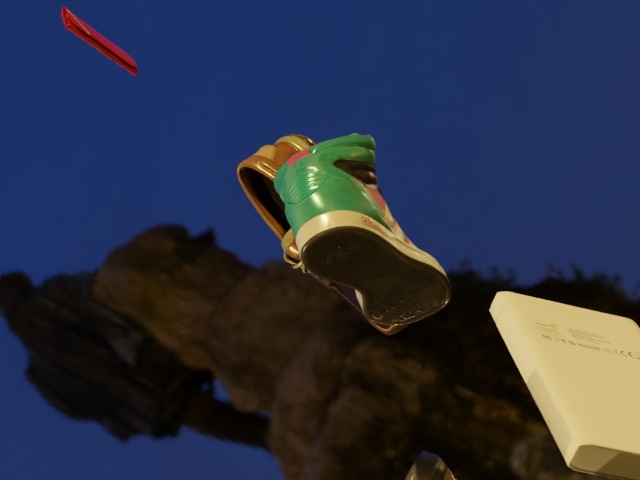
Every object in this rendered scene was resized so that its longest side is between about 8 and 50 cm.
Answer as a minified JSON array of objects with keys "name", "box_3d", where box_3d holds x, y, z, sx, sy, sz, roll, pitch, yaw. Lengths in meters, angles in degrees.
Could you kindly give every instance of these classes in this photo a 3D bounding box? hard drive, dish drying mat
[{"name":"hard drive","box_3d":[0.383,0.199,1.901,0.353,0.233,0.047,-110,37,-59]},{"name":"dish drying mat","box_3d":[-0.194,-0.175,1.245,0.008,0.032,0.083,-44,-49,14]}]

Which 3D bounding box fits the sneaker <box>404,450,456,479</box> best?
[{"name":"sneaker","box_3d":[0.166,0.345,1.747,0.112,0.131,0.319,-62,-18,-13]}]

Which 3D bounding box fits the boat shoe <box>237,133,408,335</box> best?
[{"name":"boat shoe","box_3d":[0.000,0.000,1.887,0.120,0.324,0.122,-20,-31,-36]}]

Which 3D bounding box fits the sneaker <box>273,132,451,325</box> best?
[{"name":"sneaker","box_3d":[0.041,-0.023,1.569,0.124,0.178,0.295,-26,-30,15]}]
